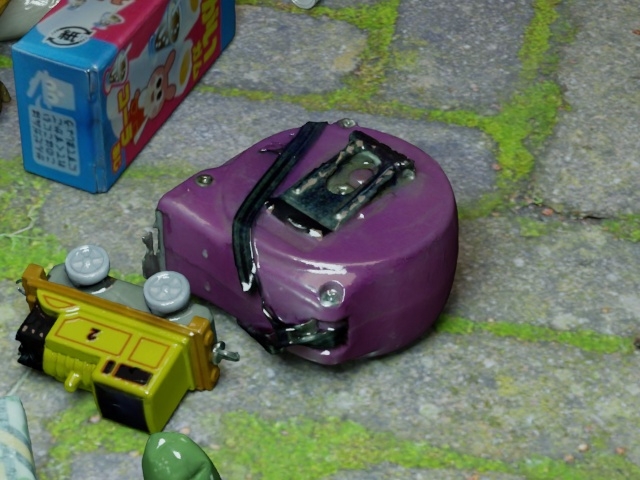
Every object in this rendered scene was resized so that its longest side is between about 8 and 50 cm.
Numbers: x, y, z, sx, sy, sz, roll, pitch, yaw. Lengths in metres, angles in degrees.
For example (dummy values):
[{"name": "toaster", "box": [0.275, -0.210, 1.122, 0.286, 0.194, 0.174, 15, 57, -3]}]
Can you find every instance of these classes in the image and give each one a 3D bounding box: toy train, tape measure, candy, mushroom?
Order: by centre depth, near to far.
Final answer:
[{"name": "toy train", "box": [-0.179, 0.086, 1.605, 0.219, 0.089, 0.127, 17, 54, 17]}, {"name": "tape measure", "box": [0.000, 0.000, 1.657, 0.232, 0.149, 0.245, 27, 46, 30]}, {"name": "candy", "box": [-0.190, -0.201, 1.880, 0.100, 0.157, 0.306, 17, 44, 18]}, {"name": "mushroom", "box": [-0.342, -0.254, 1.985, 0.225, 0.093, 0.116, -15, 32, -12]}]

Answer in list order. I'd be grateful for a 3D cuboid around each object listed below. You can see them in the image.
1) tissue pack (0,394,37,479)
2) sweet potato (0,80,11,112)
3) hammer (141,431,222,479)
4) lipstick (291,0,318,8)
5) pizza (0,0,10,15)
[{"name": "tissue pack", "box": [-0.307, 0.268, 1.362, 0.228, 0.128, 0.311, -8, 43, -11]}, {"name": "sweet potato", "box": [-0.404, -0.084, 1.809, 0.075, 0.075, 0.273, 22, 47, 22]}, {"name": "hammer", "box": [-0.071, 0.238, 1.243, 0.206, 0.335, 0.119, 26, 59, 28]}, {"name": "lipstick", "box": [0.014, -0.311, 2.101, 0.040, 0.040, 0.141, 21, 45, 22]}, {"name": "pizza", "box": [-0.457, -0.222, 1.897, 0.336, 0.086, 0.226, -30, 50, 1]}]
